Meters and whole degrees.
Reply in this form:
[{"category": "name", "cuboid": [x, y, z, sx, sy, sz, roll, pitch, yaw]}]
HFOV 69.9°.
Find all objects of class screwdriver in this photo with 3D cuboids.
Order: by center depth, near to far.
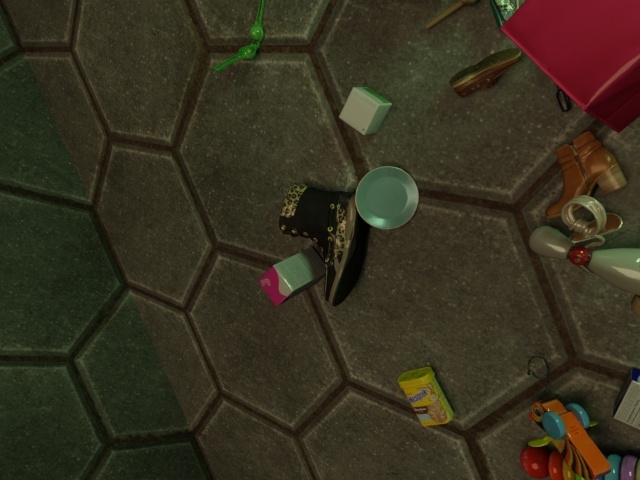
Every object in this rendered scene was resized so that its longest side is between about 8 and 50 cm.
[{"category": "screwdriver", "cuboid": [0.553, -0.383, 1.066, 0.025, 0.024, 0.170, -13, 92, 8]}]

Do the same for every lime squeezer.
[{"category": "lime squeezer", "cuboid": [-0.238, -0.663, 1.488, 0.059, 0.110, 0.310, 33, 93, 41]}]

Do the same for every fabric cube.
[{"category": "fabric cube", "cuboid": [0.560, -0.398, 0.859, 0.258, 0.259, 0.254, -49, 59, 34]}]

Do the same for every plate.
[{"category": "plate", "cuboid": [0.198, -0.127, 1.368, 0.188, 0.024, 0.188, 1, 101, 3]}]

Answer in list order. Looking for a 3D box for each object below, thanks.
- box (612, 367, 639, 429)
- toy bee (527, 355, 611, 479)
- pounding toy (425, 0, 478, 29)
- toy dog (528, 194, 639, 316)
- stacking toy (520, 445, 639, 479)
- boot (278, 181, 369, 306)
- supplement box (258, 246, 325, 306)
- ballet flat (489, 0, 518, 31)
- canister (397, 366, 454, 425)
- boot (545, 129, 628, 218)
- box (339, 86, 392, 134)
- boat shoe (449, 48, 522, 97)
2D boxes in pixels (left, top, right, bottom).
[{"category": "box", "cuboid": [0.816, 0.403, 1.122, 0.137, 0.072, 0.126, 21, 118, 28]}, {"category": "toy bee", "cuboid": [0.648, 0.490, 1.244, 0.195, 0.298, 0.162, 4, 145, 0]}, {"category": "pounding toy", "cuboid": [0.239, -0.609, 1.120, 0.269, 0.154, 0.155, 24, 119, 28]}, {"category": "toy dog", "cuboid": [0.679, 0.030, 1.051, 0.333, 0.161, 0.220, 44, 142, 20]}, {"category": "stacking toy", "cuboid": [0.719, 0.636, 1.251, 0.330, 0.141, 0.141, -9, 101, 44]}, {"category": "boot", "cuboid": [0.000, 0.000, 1.514, 0.284, 0.138, 0.378, 19, 109, 29]}, {"category": "supplement box", "cuboid": [-0.086, 0.121, 1.578, 0.114, 0.220, 0.111, 52, 128, 9]}, {"category": "ballet flat", "cuboid": [0.416, -0.584, 1.070, 0.070, 0.070, 0.188, -22, 95, 39]}, {"category": "canister", "cuboid": [0.347, 0.514, 1.503, 0.126, 0.073, 0.170, -27, 91, 39]}, {"category": "boot", "cuboid": [0.598, -0.151, 1.090, 0.197, 0.073, 0.152, -37, 76, 40]}, {"category": "box", "cuboid": [0.130, -0.376, 1.327, 0.101, 0.087, 0.102, 40, 126, 17]}, {"category": "boat shoe", "cuboid": [0.412, -0.412, 1.133, 0.178, 0.064, 0.060, -17, 126, 40]}]
